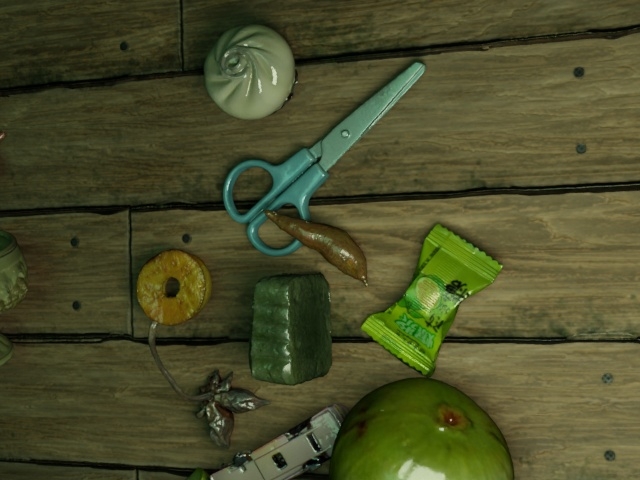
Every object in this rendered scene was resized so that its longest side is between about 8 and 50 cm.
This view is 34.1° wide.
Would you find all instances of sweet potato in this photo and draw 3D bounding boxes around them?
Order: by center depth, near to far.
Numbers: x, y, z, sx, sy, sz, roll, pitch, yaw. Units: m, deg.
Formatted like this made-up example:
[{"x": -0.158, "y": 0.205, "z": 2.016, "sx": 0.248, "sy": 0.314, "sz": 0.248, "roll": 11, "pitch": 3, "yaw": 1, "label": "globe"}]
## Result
[{"x": 0.005, "y": -0.004, "z": 1.830, "sx": 0.226, "sy": 0.068, "sz": 0.068, "roll": 34, "pitch": 102, "yaw": 5, "label": "sweet potato"}]

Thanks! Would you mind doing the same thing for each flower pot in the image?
[{"x": -0.707, "y": 0.125, "z": 2.008, "sx": 0.307, "sy": 0.307, "sz": 0.244, "roll": 5, "pitch": 109, "yaw": 21, "label": "flower pot"}]

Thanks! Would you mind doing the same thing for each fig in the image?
[{"x": 0.145, "y": 0.392, "z": 1.675, "sx": 0.316, "sy": 0.316, "sz": 0.316, "roll": 0, "pitch": 91, "yaw": 21, "label": "fig"}]

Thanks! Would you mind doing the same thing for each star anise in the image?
[{"x": -0.213, "y": 0.259, "z": 1.852, "sx": 0.148, "sy": 0.227, "sz": 0.219, "roll": -13, "pitch": 75, "yaw": 27, "label": "star anise"}]

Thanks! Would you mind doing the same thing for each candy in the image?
[{"x": 0.184, "y": 0.101, "z": 1.766, "sx": 0.149, "sy": 0.069, "sz": 0.246, "roll": 36, "pitch": 104, "yaw": 15, "label": "candy"}]

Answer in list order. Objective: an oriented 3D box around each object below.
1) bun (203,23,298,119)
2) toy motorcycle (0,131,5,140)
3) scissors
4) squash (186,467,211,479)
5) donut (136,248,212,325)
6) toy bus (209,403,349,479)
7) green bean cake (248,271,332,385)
[{"x": -0.134, "y": -0.304, "z": 1.860, "sx": 0.172, "sy": 0.120, "sz": 0.173, "roll": -1, "pitch": 88, "yaw": 22, "label": "bun"}, {"x": -0.722, "y": -0.204, "z": 2.054, "sx": 0.150, "sy": 0.221, "sz": 0.102, "roll": -44, "pitch": 30, "yaw": -5, "label": "toy motorcycle"}, {"x": 0.017, "y": -0.161, "z": 1.848, "sx": 0.447, "sy": 0.029, "sz": 0.193, "roll": -41, "pitch": 77, "yaw": 17, "label": "scissors"}, {"x": -0.167, "y": 0.611, "z": 1.912, "sx": 0.309, "sy": 0.210, "sz": 0.234, "roll": 37, "pitch": 103, "yaw": -12, "label": "squash"}, {"x": -0.268, "y": 0.087, "z": 1.947, "sx": 0.151, "sy": 0.058, "sz": 0.152, "roll": 0, "pitch": 91, "yaw": 22, "label": "donut"}, {"x": -0.059, "y": 0.379, "z": 1.839, "sx": 0.274, "sy": 0.112, "sz": 0.090, "roll": -32, "pitch": 79, "yaw": 19, "label": "toy bus"}, {"x": -0.050, "y": 0.147, "z": 1.796, "sx": 0.094, "sy": 0.183, "sz": 0.185, "roll": 4, "pitch": 92, "yaw": 24, "label": "green bean cake"}]
